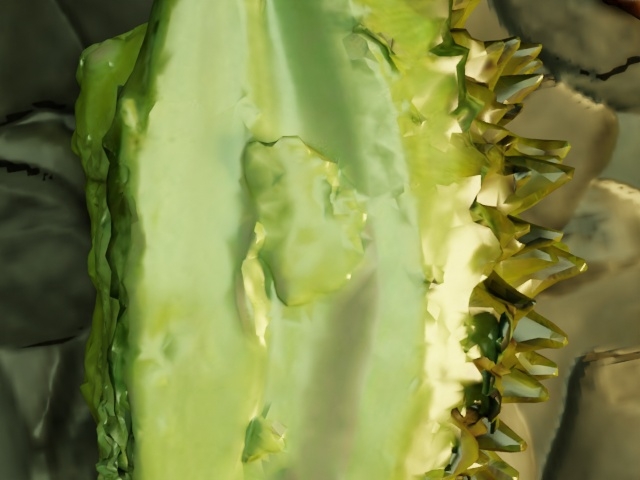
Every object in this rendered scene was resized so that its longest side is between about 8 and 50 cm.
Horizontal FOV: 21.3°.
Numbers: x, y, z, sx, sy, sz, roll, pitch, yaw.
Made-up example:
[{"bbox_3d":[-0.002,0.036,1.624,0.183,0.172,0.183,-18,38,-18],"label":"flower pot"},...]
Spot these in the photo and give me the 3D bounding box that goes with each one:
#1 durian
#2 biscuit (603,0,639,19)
[{"bbox_3d":[0.004,0.000,0.408,0.132,0.106,0.375,3,85,-1],"label":"durian"},{"bbox_3d":[0.093,-0.213,0.485,0.232,0.013,0.237,43,84,2],"label":"biscuit"}]
